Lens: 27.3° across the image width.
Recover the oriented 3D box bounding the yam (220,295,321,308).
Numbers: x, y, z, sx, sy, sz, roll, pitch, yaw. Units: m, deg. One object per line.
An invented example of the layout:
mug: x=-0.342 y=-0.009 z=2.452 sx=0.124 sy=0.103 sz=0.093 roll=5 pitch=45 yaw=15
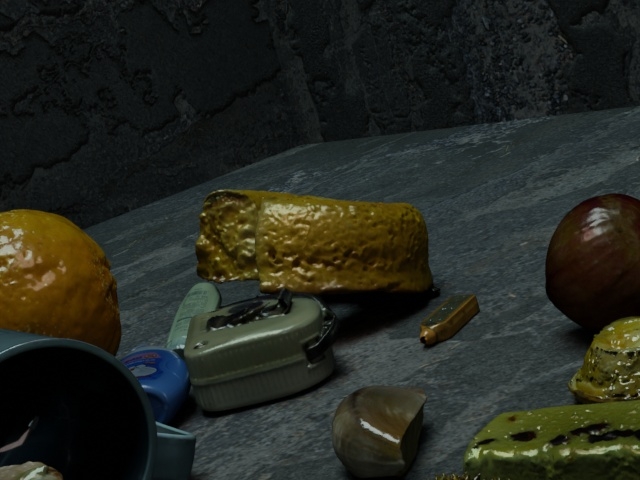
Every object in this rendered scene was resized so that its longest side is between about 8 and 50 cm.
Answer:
yam: x=-0.115 y=0.123 z=2.295 sx=0.241 sy=0.056 sz=0.057 roll=-12 pitch=12 yaw=13

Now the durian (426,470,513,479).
durian: x=0.132 y=0.269 z=1.142 sx=0.158 sy=0.137 sz=0.168 roll=9 pitch=4 yaw=13

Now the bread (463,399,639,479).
bread: x=0.316 y=0.210 z=1.299 sx=0.361 sy=0.077 sz=0.138 roll=-8 pitch=12 yaw=30

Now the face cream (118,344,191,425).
face cream: x=-0.263 y=0.218 z=1.955 sx=0.149 sy=0.083 sz=0.264 roll=-16 pitch=11 yaw=-1

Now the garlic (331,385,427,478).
garlic: x=0.066 y=0.222 z=1.549 sx=0.101 sy=0.087 sz=0.195 roll=2 pitch=12 yaw=12

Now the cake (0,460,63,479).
cake: x=-0.316 y=0.329 z=1.233 sx=0.293 sy=0.198 sz=0.196 roll=-13 pitch=9 yaw=3

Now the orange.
orange: x=-0.455 y=0.113 z=2.046 sx=0.293 sy=0.340 sz=0.340 roll=-21 pitch=12 yaw=-2

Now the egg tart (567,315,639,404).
egg tart: x=0.383 y=0.141 z=1.565 sx=0.191 sy=0.074 sz=0.191 roll=-14 pitch=14 yaw=4

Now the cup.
cup: x=-0.353 y=0.223 z=1.620 sx=0.331 sy=0.256 sz=0.311 roll=-23 pitch=13 yaw=-29

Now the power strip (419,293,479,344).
power strip: x=0.190 y=0.121 z=1.996 sx=0.049 sy=0.028 sz=0.178 roll=-7 pitch=15 yaw=31

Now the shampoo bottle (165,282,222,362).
shampoo bottle: x=-0.214 y=0.142 z=2.213 sx=0.072 sy=0.049 sz=0.212 roll=-4 pitch=28 yaw=11

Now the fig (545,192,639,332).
fig: x=0.390 y=0.043 z=1.779 sx=0.205 sy=0.205 sz=0.205 roll=-14 pitch=12 yaw=3

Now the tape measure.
tape measure: x=-0.086 y=0.145 z=1.977 sx=0.231 sy=0.133 sz=0.271 roll=-15 pitch=9 yaw=-1

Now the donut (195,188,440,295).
donut: x=0.000 y=0.000 z=2.247 sx=0.378 sy=0.163 sz=0.435 roll=1 pitch=3 yaw=-30
